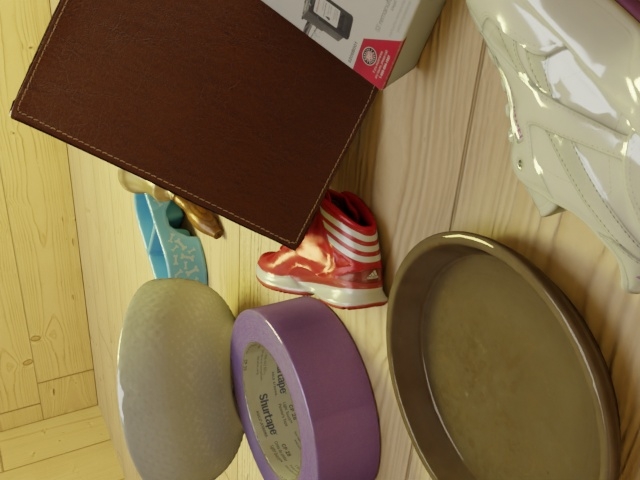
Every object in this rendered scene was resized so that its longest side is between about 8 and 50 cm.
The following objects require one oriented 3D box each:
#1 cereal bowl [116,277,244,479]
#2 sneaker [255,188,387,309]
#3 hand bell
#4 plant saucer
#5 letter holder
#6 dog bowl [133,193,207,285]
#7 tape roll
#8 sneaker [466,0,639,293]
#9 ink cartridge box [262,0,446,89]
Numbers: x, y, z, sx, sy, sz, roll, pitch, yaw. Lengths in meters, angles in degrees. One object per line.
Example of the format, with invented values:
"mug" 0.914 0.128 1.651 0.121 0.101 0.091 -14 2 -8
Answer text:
"cereal bowl" -0.189 0.223 1.113 0.339 0.141 0.339 -7 -90 -83
"sneaker" 0.000 0.000 0.811 0.221 0.087 0.128 10 101 49
"hand bell" -0.255 -0.076 1.270 0.242 0.126 0.126 41 138 30
"plant saucer" 0.146 0.126 0.594 0.278 0.041 0.278 35 131 54
"letter holder" -0.120 -0.161 0.724 0.214 0.301 0.152 -63 16 7
"dog bowl" -0.312 -0.008 1.418 0.297 0.074 0.166 67 151 21
"tape roll" -0.030 0.217 0.928 0.275 0.090 0.275 34 130 54
"sneaker" 0.140 -0.103 0.425 0.305 0.114 0.152 63 149 29
"ink cartridge box" 0.028 -0.221 0.597 0.150 0.063 0.109 39 142 13
